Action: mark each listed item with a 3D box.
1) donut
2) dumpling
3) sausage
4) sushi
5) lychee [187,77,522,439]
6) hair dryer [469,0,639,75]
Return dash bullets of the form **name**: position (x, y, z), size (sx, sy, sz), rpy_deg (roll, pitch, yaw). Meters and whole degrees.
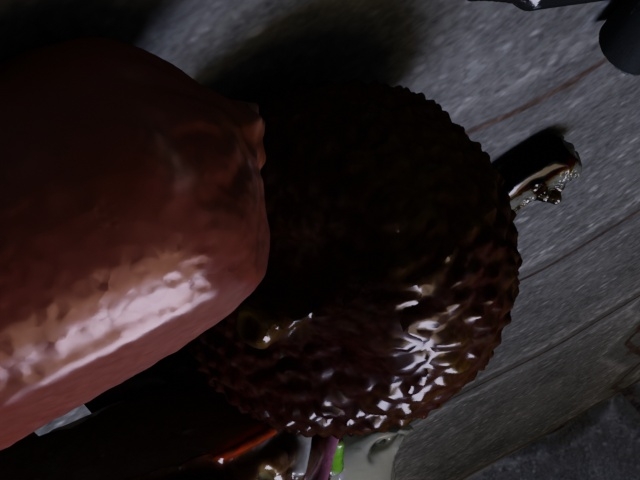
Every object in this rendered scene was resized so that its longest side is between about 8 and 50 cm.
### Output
- **donut**: position (-0.124, 0.149, 0.787), size (0.345, 0.136, 0.259), rpy_deg (-22, -158, -39)
- **dumpling**: position (0.024, 0.277, 1.609), size (0.181, 0.111, 0.155), rpy_deg (-18, -169, -13)
- **sausage**: position (-0.135, 0.009, 0.547), size (0.254, 0.148, 0.148), rpy_deg (-25, 163, -1)
- **sushi**: position (0.153, -0.044, 0.993), size (0.083, 0.044, 0.046), rpy_deg (-34, 163, 9)
- **lychee**: position (0.011, 0.006, 0.693), size (0.194, 0.194, 0.194), rpy_deg (-27, 162, -9)
- **hair dryer**: position (0.148, -0.135, 0.741), size (0.194, 0.050, 0.173), rpy_deg (-18, 159, -21)
